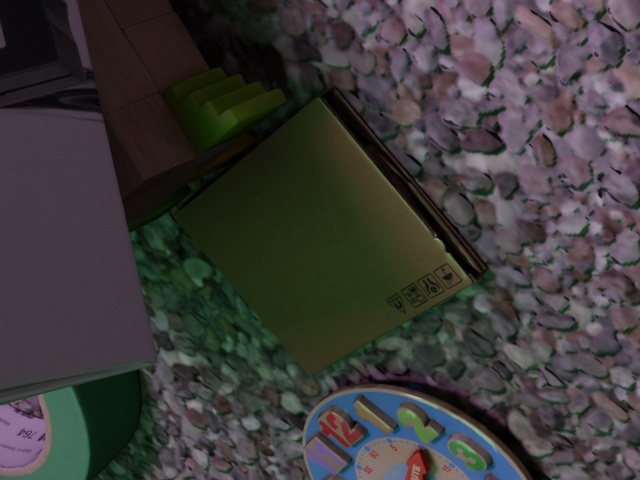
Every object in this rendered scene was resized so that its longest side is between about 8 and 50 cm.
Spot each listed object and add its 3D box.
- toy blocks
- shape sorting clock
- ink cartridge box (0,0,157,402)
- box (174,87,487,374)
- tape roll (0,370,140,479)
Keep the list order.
[{"bbox_3d":[-0.224,-0.112,1.023,0.381,0.191,0.260,-34,87,47],"label":"toy blocks"},{"bbox_3d":[0.075,0.192,1.100,0.206,0.040,0.206,22,134,25],"label":"shape sorting clock"},{"bbox_3d":[-0.285,-0.077,0.872,0.285,0.166,0.394,-17,83,41],"label":"ink cartridge box"},{"bbox_3d":[0.000,0.000,1.022,0.164,0.021,0.201,50,139,-5],"label":"box"},{"bbox_3d":[-0.312,0.098,1.310,0.321,0.077,0.321,21,132,24],"label":"tape roll"}]
